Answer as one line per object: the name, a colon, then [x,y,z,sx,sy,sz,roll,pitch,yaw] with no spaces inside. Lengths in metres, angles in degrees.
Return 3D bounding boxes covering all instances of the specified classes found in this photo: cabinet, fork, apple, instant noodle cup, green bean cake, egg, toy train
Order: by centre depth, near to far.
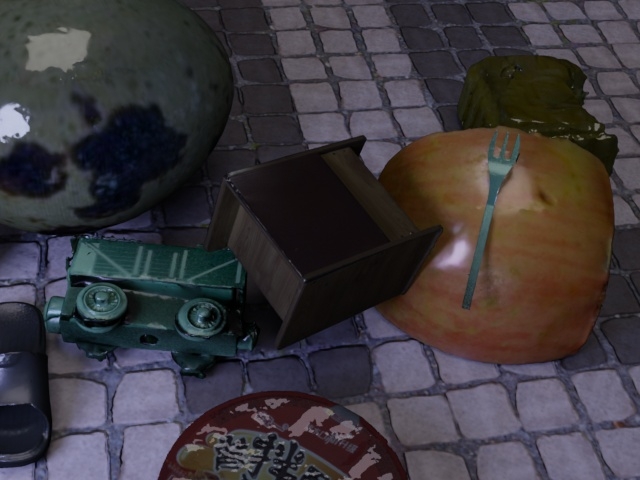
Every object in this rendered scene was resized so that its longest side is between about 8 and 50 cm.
instant noodle cup: [-0.039,0.297,0.978,0.274,0.090,0.274,4,46,-4]
fork: [0.208,-0.029,1.120,0.039,0.021,0.235,12,78,15]
cabinet: [0.000,0.000,1.125,0.215,0.148,0.174,-21,60,-34]
toy train: [-0.209,0.079,1.153,0.270,0.115,0.154,5,47,-2]
egg: [-0.321,-0.186,1.241,0.428,0.345,0.345,-19,51,-33]
apple: [0.220,0.002,1.249,0.309,0.313,0.252,8,3,-6]
green bean cake: [0.362,-0.202,1.503,0.233,0.124,0.236,-1,45,-9]

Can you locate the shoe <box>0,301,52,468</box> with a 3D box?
shoe: [-0.376,0.150,1.076,0.108,0.093,0.241,-3,45,-13]
